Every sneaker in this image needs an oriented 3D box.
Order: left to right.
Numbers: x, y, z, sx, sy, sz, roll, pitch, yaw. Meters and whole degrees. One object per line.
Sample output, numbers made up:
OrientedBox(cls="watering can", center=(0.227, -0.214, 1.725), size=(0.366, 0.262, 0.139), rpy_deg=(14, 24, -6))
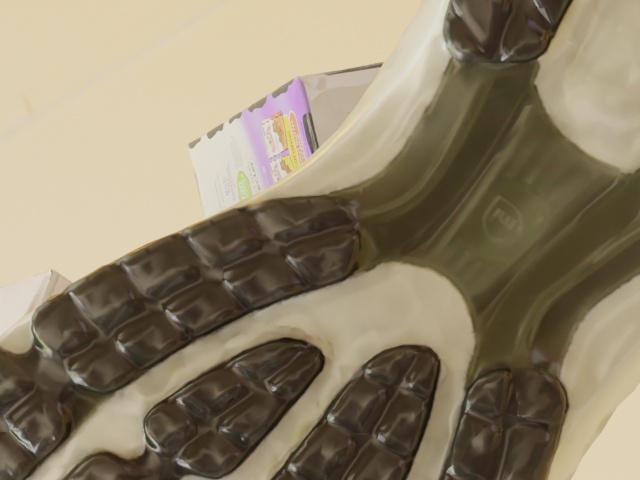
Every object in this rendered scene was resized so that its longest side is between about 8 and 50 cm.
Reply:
OrientedBox(cls="sneaker", center=(0.034, 0.025, 0.540), size=(0.410, 0.182, 0.158), rpy_deg=(-43, -96, 2))

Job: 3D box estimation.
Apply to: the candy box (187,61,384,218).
OrientedBox(cls="candy box", center=(0.000, 0.000, 0.976), size=(0.070, 0.196, 0.164), rpy_deg=(-12, -92, -23))

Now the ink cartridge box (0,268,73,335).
OrientedBox(cls="ink cartridge box", center=(-0.132, 0.120, 0.995), size=(0.159, 0.218, 0.092), rpy_deg=(-17, -133, 46))
